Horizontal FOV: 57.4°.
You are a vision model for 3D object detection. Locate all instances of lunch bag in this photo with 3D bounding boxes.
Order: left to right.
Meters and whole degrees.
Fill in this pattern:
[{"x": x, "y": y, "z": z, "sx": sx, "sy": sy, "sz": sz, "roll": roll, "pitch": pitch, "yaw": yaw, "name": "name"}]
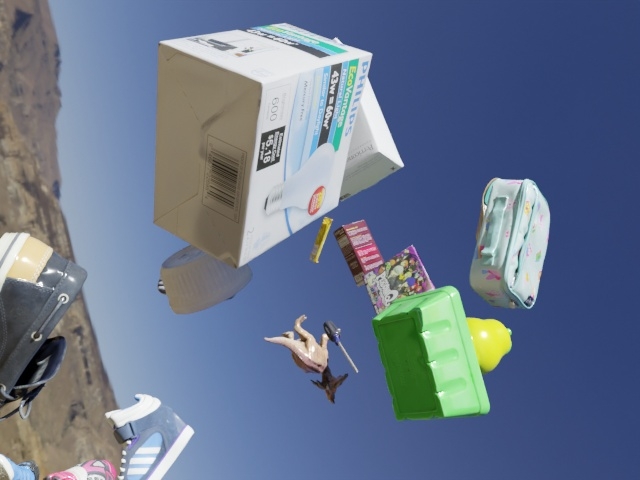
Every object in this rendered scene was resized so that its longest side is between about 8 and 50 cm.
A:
[{"x": 0.431, "y": 0.013, "z": 1.314, "sx": 0.107, "sy": 0.224, "sz": 0.280, "roll": 6, "pitch": -108, "yaw": 34, "name": "lunch bag"}]

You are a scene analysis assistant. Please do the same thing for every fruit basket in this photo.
[{"x": 0.364, "y": 0.321, "z": 1.685, "sx": 0.282, "sy": 0.391, "sz": 0.393, "roll": -21, "pitch": -98, "yaw": 42, "name": "fruit basket"}]

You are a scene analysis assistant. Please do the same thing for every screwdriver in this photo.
[{"x": 0.030, "y": 0.173, "z": 0.942, "sx": 0.024, "sy": 0.025, "sz": 0.170, "roll": 60, "pitch": 0, "yaw": -22, "name": "screwdriver"}]

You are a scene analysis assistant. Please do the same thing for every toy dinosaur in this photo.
[{"x": -0.022, "y": 0.343, "z": 1.670, "sx": 0.127, "sy": 0.295, "sz": 0.201, "roll": -32, "pitch": -131, "yaw": 24, "name": "toy dinosaur"}]

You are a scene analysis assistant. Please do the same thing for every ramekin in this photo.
[{"x": -0.273, "y": 0.073, "z": 1.361, "sx": 0.207, "sy": 0.207, "sz": 0.109, "roll": 14, "pitch": -50, "yaw": 62, "name": "ramekin"}]

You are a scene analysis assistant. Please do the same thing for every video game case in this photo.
[{"x": 0.262, "y": 0.157, "z": 1.938, "sx": 0.042, "sy": 0.210, "sz": 0.232, "roll": 44, "pitch": 21, "yaw": -43, "name": "video game case"}]

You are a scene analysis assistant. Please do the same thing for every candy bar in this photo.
[{"x": 0.000, "y": 0.000, "z": 1.962, "sx": 0.040, "sy": 0.018, "sz": 0.162, "roll": 24, "pitch": -83, "yaw": 43, "name": "candy bar"}]

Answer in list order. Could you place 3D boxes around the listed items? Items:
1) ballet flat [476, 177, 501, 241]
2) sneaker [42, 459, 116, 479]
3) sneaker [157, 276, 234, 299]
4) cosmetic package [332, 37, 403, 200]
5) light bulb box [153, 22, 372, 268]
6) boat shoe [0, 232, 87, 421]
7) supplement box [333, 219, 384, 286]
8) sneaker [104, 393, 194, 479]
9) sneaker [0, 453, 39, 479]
[{"x": 0.539, "y": -0.092, "z": 1.879, "sx": 0.073, "sy": 0.080, "sz": 0.233, "roll": 134, "pitch": -23, "yaw": -66, "name": "ballet flat"}, {"x": -0.419, "y": 0.514, "z": 0.991, "sx": 0.120, "sy": 0.112, "sz": 0.299, "roll": 28, "pitch": -72, "yaw": 26, "name": "sneaker"}, {"x": -0.341, "y": 0.137, "z": 1.657, "sx": 0.098, "sy": 0.223, "sz": 0.083, "roll": 79, "pitch": 19, "yaw": -66, "name": "sneaker"}, {"x": 0.053, "y": -0.330, "z": 1.630, "sx": 0.217, "sy": 0.156, "sz": 0.385, "roll": -30, "pitch": -117, "yaw": 24, "name": "cosmetic package"}, {"x": -0.111, "y": -0.199, "z": 1.123, "sx": 0.225, "sy": 0.361, "sz": 0.358, "roll": 27, "pitch": -55, "yaw": 22, "name": "light bulb box"}, {"x": -0.534, "y": 0.214, "z": 1.007, "sx": 0.500, "sy": 0.155, "sz": 0.187, "roll": -60, "pitch": -158, "yaw": 23, "name": "boat shoe"}, {"x": 0.159, "y": 0.049, "z": 2.293, "sx": 0.073, "sy": 0.130, "sz": 0.240, "roll": -35, "pitch": -105, "yaw": 47, "name": "supplement box"}, {"x": -0.539, "y": 0.595, "z": 1.640, "sx": 0.236, "sy": 0.323, "sz": 0.130, "roll": 37, "pitch": -24, "yaw": 2, "name": "sneaker"}, {"x": -0.614, "y": 0.464, "z": 1.171, "sx": 0.085, "sy": 0.058, "sz": 0.152, "roll": -88, "pitch": 168, "yaw": -62, "name": "sneaker"}]
